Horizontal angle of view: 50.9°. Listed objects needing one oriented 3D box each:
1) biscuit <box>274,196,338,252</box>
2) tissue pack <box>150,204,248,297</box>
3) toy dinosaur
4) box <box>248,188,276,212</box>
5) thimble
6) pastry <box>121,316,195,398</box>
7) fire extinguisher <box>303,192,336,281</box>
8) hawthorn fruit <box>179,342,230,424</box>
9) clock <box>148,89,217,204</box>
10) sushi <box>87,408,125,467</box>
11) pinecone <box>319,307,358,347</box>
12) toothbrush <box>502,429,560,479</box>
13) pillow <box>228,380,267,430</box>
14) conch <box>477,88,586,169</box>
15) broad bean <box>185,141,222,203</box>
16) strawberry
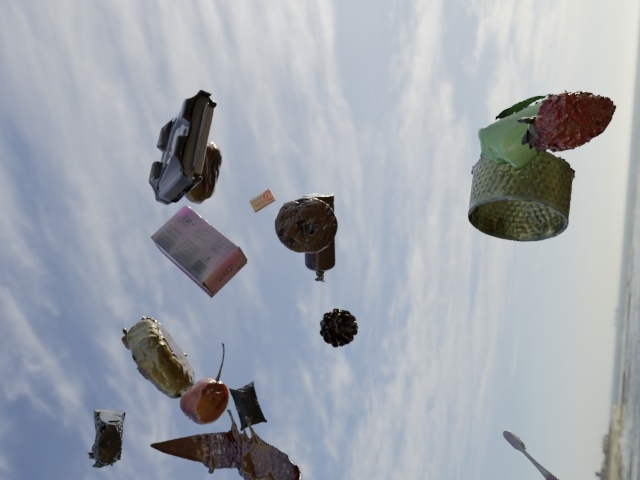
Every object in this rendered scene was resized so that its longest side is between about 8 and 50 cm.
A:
[{"bbox_3d":[-0.042,-0.048,2.025,0.049,0.192,0.192,107,180,-65],"label":"biscuit"},{"bbox_3d":[-0.341,0.026,1.898,0.148,0.246,0.092,-45,-32,-14],"label":"tissue pack"},{"bbox_3d":[-0.162,0.410,1.216,0.113,0.327,0.206,-21,-44,-49],"label":"toy dinosaur"},{"bbox_3d":[-0.217,-0.149,2.517,0.058,0.093,0.015,61,-176,33],"label":"box"},{"bbox_3d":[0.521,-0.113,1.763,0.271,0.271,0.150,50,-132,-57],"label":"thimble"},{"bbox_3d":[-0.464,0.343,1.933,0.121,0.257,0.236,-34,-19,-6],"label":"pastry"},{"bbox_3d":[0.000,0.000,2.415,0.135,0.114,0.337,-32,-57,-69],"label":"fire extinguisher"},{"bbox_3d":[-0.368,0.495,2.322,0.285,0.165,0.165,-64,-28,-7],"label":"hawthorn fruit"},{"bbox_3d":[-0.336,-0.227,1.629,0.083,0.186,0.253,20,-118,-28],"label":"clock"},{"bbox_3d":[-0.369,0.347,1.168,0.056,0.083,0.084,10,-91,-24],"label":"sushi"},{"bbox_3d":[0.065,0.300,2.331,0.140,0.121,0.140,8,-110,-24],"label":"pinecone"},{"bbox_3d":[0.509,0.523,1.417,0.029,0.354,0.024,21,-74,-38],"label":"toothbrush"},{"bbox_3d":[-0.247,0.559,2.276,0.048,0.090,0.150,55,-168,-71],"label":"pillow"},{"bbox_3d":[0.476,-0.270,1.555,0.250,0.137,0.143,-45,-11,6],"label":"conch"},{"bbox_3d":[-0.417,-0.239,2.338,0.156,0.122,0.228,41,-117,-68],"label":"broad bean"},{"bbox_3d":[0.482,-0.219,1.300,0.192,0.140,0.085,9,-135,-29],"label":"strawberry"}]
